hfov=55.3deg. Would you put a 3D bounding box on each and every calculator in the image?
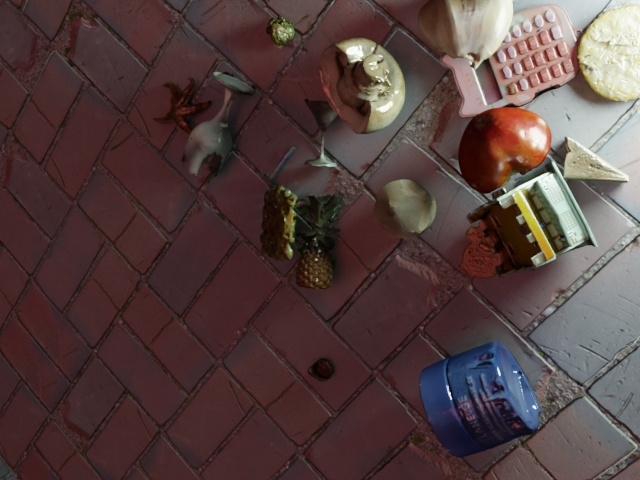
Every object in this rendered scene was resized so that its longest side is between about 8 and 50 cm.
[{"bbox_3d":[0.479,-0.442,1.514,0.330,0.048,0.220,-19,89,24],"label":"calculator"}]

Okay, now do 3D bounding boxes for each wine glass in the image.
[{"bbox_3d":[0.006,-0.302,1.726,0.122,0.122,0.182,13,109,23],"label":"wine glass"},{"bbox_3d":[-0.315,-0.345,1.855,0.143,0.143,0.321,33,113,17],"label":"wine glass"}]

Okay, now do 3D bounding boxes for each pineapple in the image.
[{"bbox_3d":[0.000,0.000,1.757,0.130,0.119,0.277,7,93,39],"label":"pineapple"}]

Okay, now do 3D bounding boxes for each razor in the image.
[{"bbox_3d":[-0.119,-0.230,1.837,0.068,0.040,0.135,43,109,13],"label":"razor"}]

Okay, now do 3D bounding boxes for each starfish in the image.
[{"bbox_3d":[-0.453,-0.416,1.952,0.238,0.057,0.213,-21,82,26],"label":"starfish"}]

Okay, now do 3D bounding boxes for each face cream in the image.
[{"bbox_3d":[0.410,0.403,1.570,0.225,0.249,0.249,-31,85,24],"label":"face cream"}]

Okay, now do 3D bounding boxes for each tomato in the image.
[{"bbox_3d":[0.422,-0.238,1.474,0.233,0.200,0.140,-36,125,24],"label":"tomato"}]

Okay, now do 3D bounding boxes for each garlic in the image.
[{"bbox_3d":[0.357,-0.543,1.485,0.217,0.110,0.228,-27,64,18],"label":"garlic"}]

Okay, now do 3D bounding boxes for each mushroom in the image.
[{"bbox_3d":[0.132,-0.419,1.593,0.253,0.189,0.195,60,152,2],"label":"mushroom"}]

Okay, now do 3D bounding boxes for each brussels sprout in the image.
[{"bbox_3d":[-0.121,-0.608,1.764,0.085,0.058,0.085,-5,79,29],"label":"brussels sprout"}]

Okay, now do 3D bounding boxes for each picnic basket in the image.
[{"bbox_3d":[0.000,0.398,1.855,0.072,0.083,0.072,5,101,26],"label":"picnic basket"}]

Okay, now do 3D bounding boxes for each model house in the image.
[{"bbox_3d":[0.512,-0.041,1.465,0.215,0.198,0.224,-26,85,-12],"label":"model house"}]

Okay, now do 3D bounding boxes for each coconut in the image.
[{"bbox_3d":[0.223,-0.083,1.626,0.161,0.162,0.161,5,101,25],"label":"coconut"}]

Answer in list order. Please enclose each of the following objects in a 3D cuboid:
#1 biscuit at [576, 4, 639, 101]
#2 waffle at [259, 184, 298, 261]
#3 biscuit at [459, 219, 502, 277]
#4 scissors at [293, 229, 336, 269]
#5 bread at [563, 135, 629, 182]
[{"bbox_3d":[0.705,-0.428,1.405,0.220,0.033,0.219,3,101,18],"label":"biscuit"},{"bbox_3d":[-0.131,-0.053,1.802,0.204,0.054,0.223,17,103,64],"label":"waffle"},{"bbox_3d":[0.446,0.019,1.613,0.133,0.027,0.184,13,106,22],"label":"biscuit"},{"bbox_3d":[-0.046,0.029,1.847,0.204,0.027,0.101,47,110,9],"label":"scissors"},{"bbox_3d":[0.655,-0.193,1.452,0.152,0.077,0.105,6,100,22],"label":"bread"}]
